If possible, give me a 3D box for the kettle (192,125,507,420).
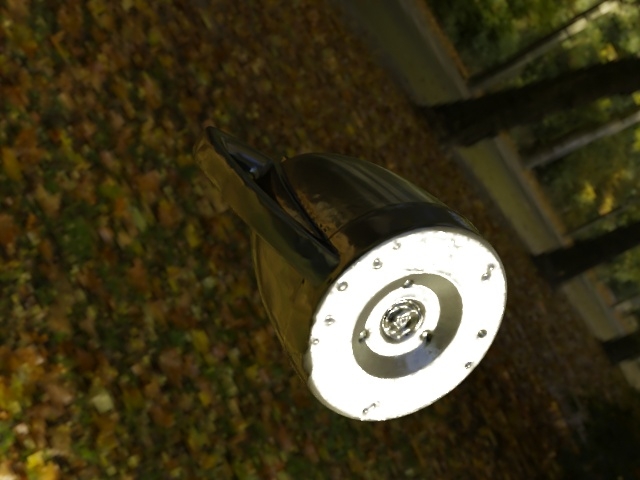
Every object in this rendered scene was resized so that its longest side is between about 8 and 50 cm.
[{"bbox_3d":[0.004,0.013,1.108,0.271,0.251,0.207,-129,-137,-52],"label":"kettle"}]
